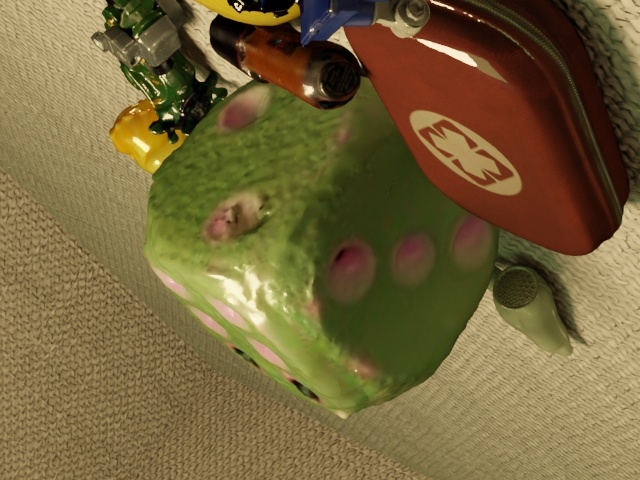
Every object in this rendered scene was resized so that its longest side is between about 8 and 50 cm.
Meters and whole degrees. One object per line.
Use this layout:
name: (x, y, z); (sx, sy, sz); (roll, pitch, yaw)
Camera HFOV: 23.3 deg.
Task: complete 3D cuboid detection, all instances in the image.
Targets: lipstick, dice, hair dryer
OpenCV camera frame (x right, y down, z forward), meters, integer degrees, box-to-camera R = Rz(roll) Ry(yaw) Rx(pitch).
lipstick: (-0.043, -0.204, 1.705); (0.077, 0.077, 0.418); (43, 178, -22)
dice: (0.000, 0.000, 1.908); (0.318, 0.330, 0.322); (17, 154, 49)
hair dryer: (0.231, 0.059, 2.124); (0.237, 0.075, 0.206); (37, 174, 32)

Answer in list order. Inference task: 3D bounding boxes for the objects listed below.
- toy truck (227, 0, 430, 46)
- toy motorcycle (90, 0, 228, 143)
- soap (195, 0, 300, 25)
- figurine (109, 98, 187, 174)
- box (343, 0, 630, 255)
toy truck: (0.016, -0.277, 1.298); (0.177, 0.213, 0.161); (0, 174, -15)
toy motorcycle: (-0.217, -0.237, 2.093); (0.187, 0.125, 0.275); (42, 168, 17)
soap: (-0.178, -0.374, 1.579); (0.427, 0.115, 0.306); (42, 161, -21)
figurine: (-0.214, -0.142, 2.405); (0.246, 0.131, 0.156); (30, -146, -42)
box: (0.170, -0.130, 1.548); (0.263, 0.108, 0.404); (27, 163, 35)
